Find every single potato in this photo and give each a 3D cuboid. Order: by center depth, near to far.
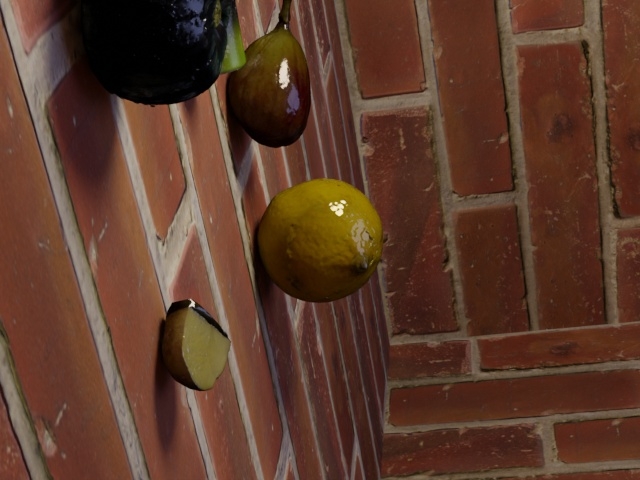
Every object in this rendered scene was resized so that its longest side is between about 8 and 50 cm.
[{"bbox_3d":[-0.172,0.145,1.597,0.096,0.066,0.103,49,38,-32],"label":"potato"}]

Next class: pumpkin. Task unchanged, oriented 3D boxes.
[{"bbox_3d":[-0.188,-0.267,1.436,0.233,0.163,0.233,5,90,-85],"label":"pumpkin"}]

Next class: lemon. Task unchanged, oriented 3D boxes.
[{"bbox_3d":[-0.001,0.000,2.262,0.253,0.228,0.229,-176,-100,-83],"label":"lemon"}]

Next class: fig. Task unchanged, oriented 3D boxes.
[{"bbox_3d":[-0.079,-0.301,2.167,0.170,0.145,0.274,10,88,-82],"label":"fig"}]

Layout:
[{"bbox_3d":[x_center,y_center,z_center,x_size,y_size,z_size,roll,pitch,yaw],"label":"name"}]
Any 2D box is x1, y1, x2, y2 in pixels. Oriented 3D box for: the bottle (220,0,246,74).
[{"bbox_3d":[-0.180,-0.407,1.810,0.093,0.093,0.330,-75,158,-66],"label":"bottle"}]
